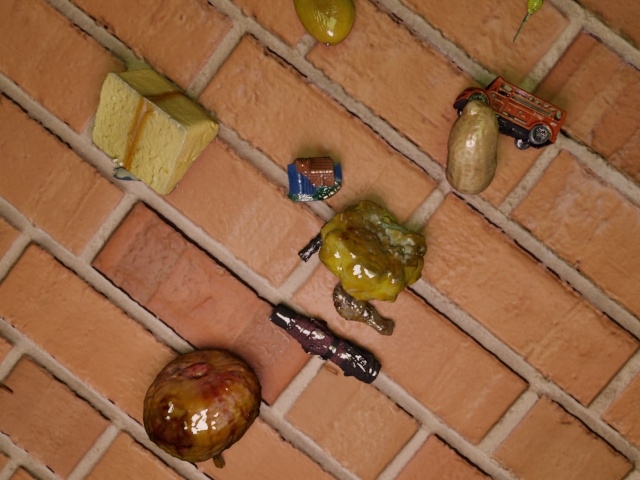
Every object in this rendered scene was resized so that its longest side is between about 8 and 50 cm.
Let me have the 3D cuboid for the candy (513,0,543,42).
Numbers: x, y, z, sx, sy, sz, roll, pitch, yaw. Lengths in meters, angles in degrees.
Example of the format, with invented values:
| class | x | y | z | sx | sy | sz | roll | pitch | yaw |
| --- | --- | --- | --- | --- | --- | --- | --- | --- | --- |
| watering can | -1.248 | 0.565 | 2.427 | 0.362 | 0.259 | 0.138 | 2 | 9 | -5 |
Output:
| class | x | y | z | sx | sy | sz | roll | pitch | yaw |
| --- | --- | --- | --- | --- | --- | --- | --- | --- | --- |
| candy | 0.523 | -0.564 | 1.202 | 0.035 | 0.035 | 0.122 | 37 | 105 | 32 |

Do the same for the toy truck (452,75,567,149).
| class | x | y | z | sx | sy | sz | roll | pitch | yaw |
| --- | --- | --- | --- | --- | --- | --- | --- | --- | --- |
| toy truck | 0.466 | -0.322 | 1.176 | 0.253 | 0.107 | 0.114 | 27 | 93 | -1 |

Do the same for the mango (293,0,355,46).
| class | x | y | z | sx | sy | sz | roll | pitch | yaw |
| --- | --- | --- | --- | --- | --- | --- | --- | --- | --- |
| mango | -0.003 | -0.606 | 1.192 | 0.137 | 0.091 | 0.237 | -31 | 85 | -2 |

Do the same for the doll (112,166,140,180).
| class | x | y | z | sx | sy | sz | roll | pitch | yaw |
| --- | --- | --- | --- | --- | --- | --- | --- | --- | --- |
| doll | -0.495 | -0.176 | 1.262 | 0.126 | 0.027 | 0.037 | 4 | 87 | 2 |

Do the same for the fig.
| class | x | y | z | sx | sy | sz | roll | pitch | yaw |
| --- | --- | --- | --- | --- | --- | --- | --- | --- | --- |
| fig | -0.273 | 0.464 | 1.202 | 0.287 | 0.286 | 0.368 | -10 | 121 | 3 |

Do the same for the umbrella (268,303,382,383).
| class | x | y | z | sx | sy | sz | roll | pitch | yaw |
| --- | --- | --- | --- | --- | --- | --- | --- | --- | --- |
| umbrella | 0.009 | 0.269 | 1.233 | 0.326 | 0.090 | 0.094 | 30 | 97 | 1 |

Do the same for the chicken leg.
| class | x | y | z | sx | sy | sz | roll | pitch | yaw |
| --- | --- | --- | --- | --- | --- | --- | --- | --- | --- |
| chicken leg | 0.111 | 0.189 | 1.242 | 0.198 | 0.069 | 0.084 | 36 | 70 | -6 |

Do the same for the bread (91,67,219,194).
| class | x | y | z | sx | sy | sz | roll | pitch | yaw |
| --- | --- | --- | --- | --- | --- | --- | --- | --- | --- |
| bread | -0.429 | -0.278 | 1.222 | 0.264 | 0.198 | 0.236 | 38 | 119 | 5 |

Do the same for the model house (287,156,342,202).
| class | x | y | z | sx | sy | sz | roll | pitch | yaw |
| --- | --- | --- | --- | --- | --- | --- | --- | --- | --- |
| model house | -0.021 | -0.157 | 1.184 | 0.149 | 0.149 | 0.119 | -1 | 94 | 5 |

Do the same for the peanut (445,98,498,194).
| class | x | y | z | sx | sy | sz | roll | pitch | yaw |
| --- | --- | --- | --- | --- | --- | --- | --- | --- | --- |
| peanut | 0.365 | -0.218 | 1.139 | 0.122 | 0.253 | 0.137 | 11 | 60 | 22 |

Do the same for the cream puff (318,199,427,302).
| class | x | y | z | sx | sy | sz | roll | pitch | yaw |
| --- | --- | --- | --- | --- | --- | --- | --- | --- | --- |
| cream puff | 0.123 | 0.037 | 1.176 | 0.282 | 0.185 | 0.281 | 10 | 51 | -13 |

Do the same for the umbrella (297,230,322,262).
| class | x | y | z | sx | sy | sz | roll | pitch | yaw |
| --- | --- | --- | --- | --- | --- | --- | --- | --- | --- |
| umbrella | 0.000 | 0.000 | 1.245 | 0.144 | 0.037 | 0.040 | -45 | 86 | 6 |
